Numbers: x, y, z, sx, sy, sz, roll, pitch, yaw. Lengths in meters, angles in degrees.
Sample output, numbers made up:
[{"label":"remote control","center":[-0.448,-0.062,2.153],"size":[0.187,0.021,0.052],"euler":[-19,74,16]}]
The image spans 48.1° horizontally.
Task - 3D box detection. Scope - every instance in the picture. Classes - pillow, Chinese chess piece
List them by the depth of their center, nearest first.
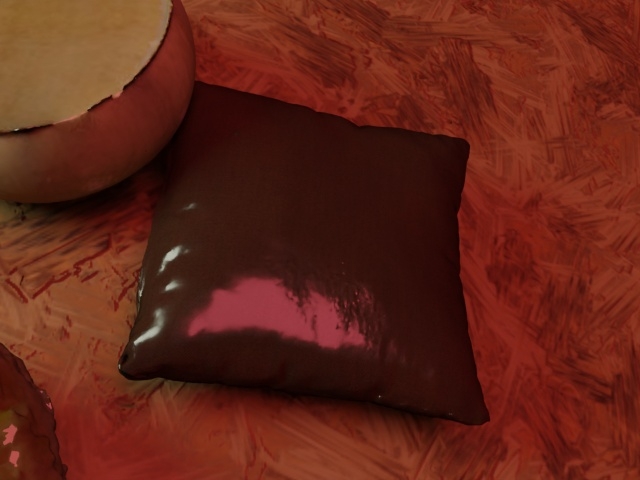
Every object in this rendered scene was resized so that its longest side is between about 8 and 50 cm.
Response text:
[{"label":"Chinese chess piece","center":[-0.236,-0.155,0.614],"size":[0.257,0.104,0.257],"euler":[-1,60,1]},{"label":"pillow","center":[0.000,0.000,0.648],"size":[0.305,0.108,0.308],"euler":[10,58,-12]}]

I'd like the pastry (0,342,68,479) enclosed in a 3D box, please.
[{"label":"pastry","center":[-0.301,0.170,0.417],"size":[0.329,0.136,0.330],"euler":[10,58,-17]}]
